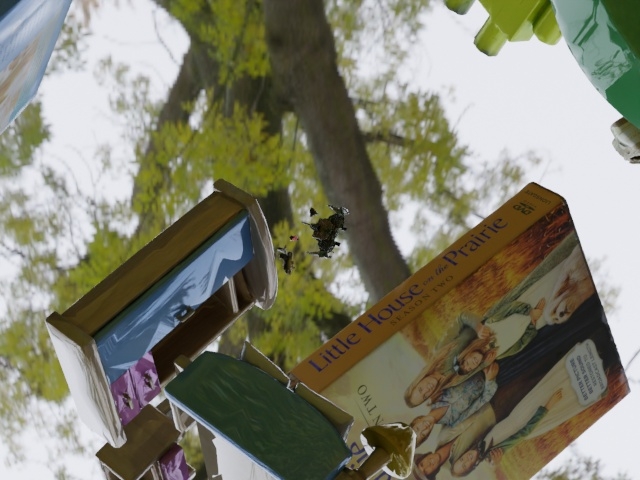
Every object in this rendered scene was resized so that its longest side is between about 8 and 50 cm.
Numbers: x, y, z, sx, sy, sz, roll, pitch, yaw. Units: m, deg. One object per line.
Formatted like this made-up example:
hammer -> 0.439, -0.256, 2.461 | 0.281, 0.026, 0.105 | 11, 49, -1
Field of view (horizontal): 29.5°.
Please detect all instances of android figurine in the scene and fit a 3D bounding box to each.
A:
android figurine -> 0.270, -0.386, 1.632 | 0.056, 0.273, 0.248 | -9, -124, -38

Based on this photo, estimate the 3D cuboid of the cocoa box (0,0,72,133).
cocoa box -> -0.396, -0.220, 1.185 | 0.228, 0.347, 0.231 | 37, -123, -5

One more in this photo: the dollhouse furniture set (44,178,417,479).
dollhouse furniture set -> -0.028, 0.149, 0.990 | 0.303, 0.286, 0.198 | 31, -123, 30

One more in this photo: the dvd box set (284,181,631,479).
dvd box set -> 0.131, 0.177, 1.294 | 0.420, 0.307, 0.062 | -36, -145, -15

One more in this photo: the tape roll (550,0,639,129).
tape roll -> 0.340, -0.220, 0.957 | 0.321, 0.077, 0.321 | 3, -103, -13

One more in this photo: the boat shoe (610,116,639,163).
boat shoe -> 0.357, -0.105, 1.346 | 0.056, 0.153, 0.048 | -29, -106, 12

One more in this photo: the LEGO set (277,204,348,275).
LEGO set -> -0.001, -0.001, 1.064 | 0.023, 0.083, 0.054 | 22, -124, -42
